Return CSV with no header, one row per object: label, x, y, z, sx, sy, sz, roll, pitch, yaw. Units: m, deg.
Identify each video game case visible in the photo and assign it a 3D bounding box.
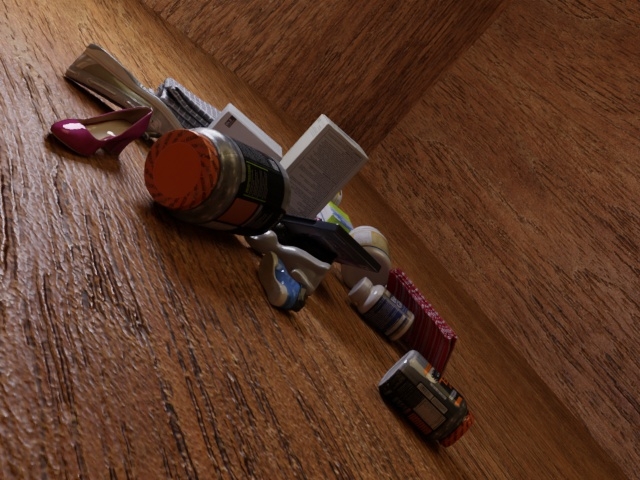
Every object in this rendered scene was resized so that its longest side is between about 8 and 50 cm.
video game case,0.000,0.000,1.793,0.274,0.026,0.196,12,-23,46

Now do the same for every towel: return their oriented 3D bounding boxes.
towel,-0.333,-0.317,1.931,0.284,0.121,0.235,38,12,-24
towel,0.258,0.225,1.943,0.275,0.031,0.198,52,-30,34

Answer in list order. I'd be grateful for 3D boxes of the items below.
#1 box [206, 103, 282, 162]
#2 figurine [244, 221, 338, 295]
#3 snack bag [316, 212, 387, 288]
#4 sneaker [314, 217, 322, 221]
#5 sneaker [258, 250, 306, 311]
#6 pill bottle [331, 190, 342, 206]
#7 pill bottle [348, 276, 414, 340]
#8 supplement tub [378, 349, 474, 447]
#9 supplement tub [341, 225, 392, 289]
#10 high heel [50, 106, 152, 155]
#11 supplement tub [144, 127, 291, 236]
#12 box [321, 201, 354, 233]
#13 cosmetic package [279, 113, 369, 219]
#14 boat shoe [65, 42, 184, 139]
box,-0.218,-0.212,1.790,0.182,0.181,0.119,40,13,-16
figurine,-0.077,0.027,1.700,0.209,0.092,0.215,35,12,1
snack bag,0.094,0.024,2.363,0.323,0.037,0.342,38,13,-28
sneaker,-0.019,-0.052,2.206,0.047,0.057,0.119,30,16,-42
sneaker,-0.076,0.090,1.501,0.085,0.058,0.152,28,23,-35
pill bottle,-0.029,-0.182,2.474,0.215,0.117,0.117,31,17,-46
pill bottle,0.157,0.177,1.889,0.169,0.094,0.094,42,12,-6
supplement tub,0.224,0.334,1.506,0.190,0.117,0.117,45,12,5
supplement tub,0.131,0.051,2.077,0.144,0.144,0.199,40,19,-14
high heel,-0.406,-0.221,1.353,0.082,0.117,0.244,46,12,13
supplement tub,-0.206,-0.118,1.473,0.193,0.193,0.316,48,12,21
box,0.056,-0.067,2.353,0.109,0.042,0.178,39,13,-22
cosmetic package,-0.035,-0.170,1.946,0.160,0.309,0.113,40,13,-22
boat shoe,-0.436,-0.310,1.663,0.320,0.103,0.118,45,-9,-23
